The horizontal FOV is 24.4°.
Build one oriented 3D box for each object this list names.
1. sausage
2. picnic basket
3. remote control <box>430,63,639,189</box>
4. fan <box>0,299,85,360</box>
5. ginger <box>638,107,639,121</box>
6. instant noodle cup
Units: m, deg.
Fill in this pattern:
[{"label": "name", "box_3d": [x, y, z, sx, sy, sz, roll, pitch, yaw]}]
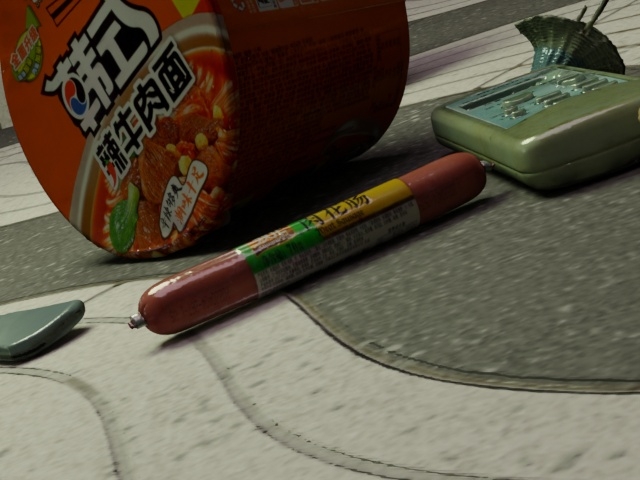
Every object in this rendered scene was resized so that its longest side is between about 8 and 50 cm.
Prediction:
[{"label": "sausage", "box_3d": [0.000, 0.000, 0.774, 0.223, 0.029, 0.029, -24, 13, -21]}, {"label": "picnic basket", "box_3d": [0.172, -0.135, 1.011, 0.083, 0.083, 0.065, -64, 0, -5]}, {"label": "remote control", "box_3d": [0.134, -0.071, 0.870, 0.098, 0.038, 0.233, -20, 11, -4]}, {"label": "fan", "box_3d": [-0.242, 0.060, 0.912, 0.282, 0.023, 0.057, -7, 25, 45]}, {"label": "ginger", "box_3d": [0.244, -0.107, 0.732, 0.149, 0.065, 0.258, -2, 31, 34]}, {"label": "instant noodle cup", "box_3d": [-0.071, -0.128, 1.010, 0.192, 0.250, 0.250, -19, 9, -41]}]
